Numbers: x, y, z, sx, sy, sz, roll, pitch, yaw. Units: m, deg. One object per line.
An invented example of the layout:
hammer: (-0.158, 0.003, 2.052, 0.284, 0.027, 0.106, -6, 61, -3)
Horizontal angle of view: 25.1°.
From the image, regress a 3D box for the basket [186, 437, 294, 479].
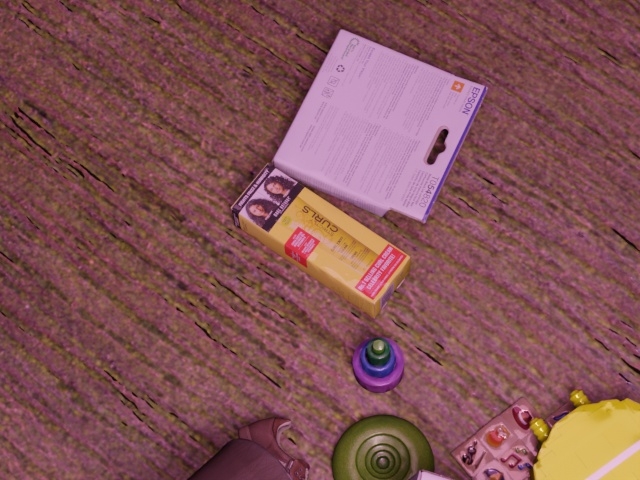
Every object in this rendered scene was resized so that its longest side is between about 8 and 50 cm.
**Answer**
basket: (-0.136, 0.359, 1.611, 0.227, 0.154, 0.204, -24, 100, -47)

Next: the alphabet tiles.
alphabet tiles: (0.279, 0.316, 1.750, 0.198, 0.009, 0.237, -36, 70, -11)

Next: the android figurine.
android figurine: (0.361, 0.305, 1.713, 0.248, 0.056, 0.273, -35, 73, -10)

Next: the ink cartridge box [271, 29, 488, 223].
ink cartridge box: (0.081, -0.149, 1.928, 0.224, 0.045, 0.223, 24, 72, 11)

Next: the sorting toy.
sorting toy: (0.075, 0.280, 1.713, 0.127, 0.126, 0.366, -2, 69, 2)

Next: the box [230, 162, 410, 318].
box: (0.000, 0.000, 1.865, 0.232, 0.058, 0.087, 35, 73, 15)

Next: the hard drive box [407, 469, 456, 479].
hard drive box: (0.187, 0.378, 1.583, 0.232, 0.089, 0.181, 19, 64, -6)

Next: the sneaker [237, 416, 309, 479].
sneaker: (-0.040, 0.301, 1.742, 0.071, 0.066, 0.188, -20, 69, -6)
